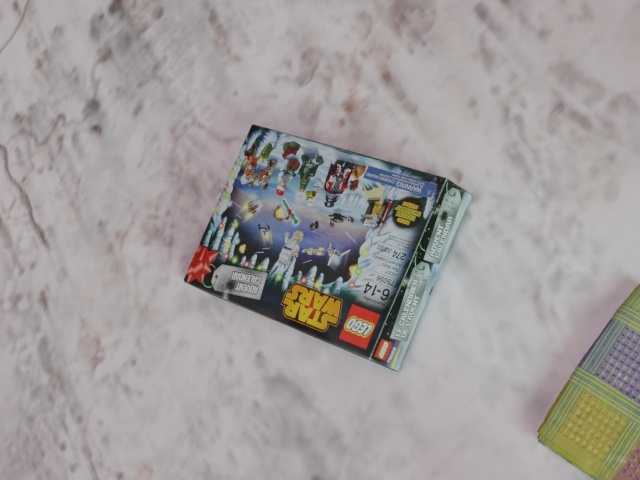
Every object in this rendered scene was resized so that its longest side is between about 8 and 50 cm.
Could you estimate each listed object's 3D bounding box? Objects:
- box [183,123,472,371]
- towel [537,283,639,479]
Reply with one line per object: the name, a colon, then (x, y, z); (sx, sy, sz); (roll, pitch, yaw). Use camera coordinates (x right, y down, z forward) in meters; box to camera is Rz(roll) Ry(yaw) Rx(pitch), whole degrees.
box: (0.000, 0.000, 0.660); (0.137, 0.027, 0.094); (18, 84, 41)
towel: (0.131, 0.064, 0.542); (0.060, 0.009, 0.083); (33, 91, 43)
